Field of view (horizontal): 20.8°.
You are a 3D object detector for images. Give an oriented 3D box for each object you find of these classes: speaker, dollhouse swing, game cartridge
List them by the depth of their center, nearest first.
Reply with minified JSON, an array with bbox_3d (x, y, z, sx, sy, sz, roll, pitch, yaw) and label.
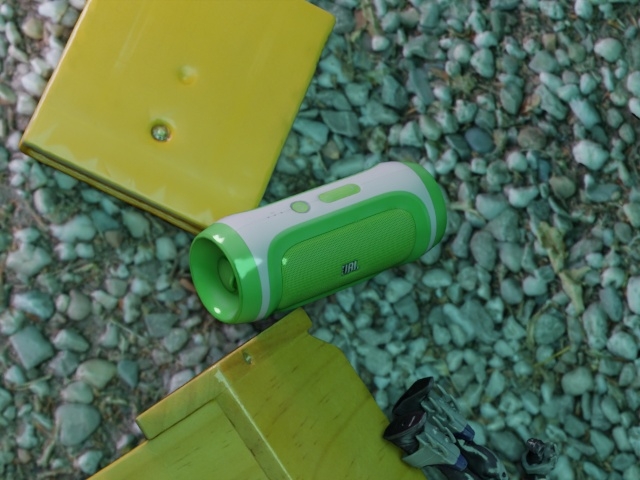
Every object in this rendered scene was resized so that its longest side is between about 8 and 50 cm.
[{"bbox_3d":[-0.089,0.327,1.979,0.346,0.305,0.315,55,28,1],"label":"dollhouse swing"},{"bbox_3d":[0.000,0.000,2.020,0.297,0.131,0.131,-20,84,-31],"label":"speaker"},{"bbox_3d":[-0.165,-0.188,2.079,0.285,0.053,0.323,26,70,-10],"label":"game cartridge"}]

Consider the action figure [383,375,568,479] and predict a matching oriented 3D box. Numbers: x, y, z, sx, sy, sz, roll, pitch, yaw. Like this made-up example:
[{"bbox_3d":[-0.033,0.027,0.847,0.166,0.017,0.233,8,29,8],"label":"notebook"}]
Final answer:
[{"bbox_3d":[0.199,0.288,2.036,0.285,0.099,0.185,42,42,-13],"label":"action figure"}]
